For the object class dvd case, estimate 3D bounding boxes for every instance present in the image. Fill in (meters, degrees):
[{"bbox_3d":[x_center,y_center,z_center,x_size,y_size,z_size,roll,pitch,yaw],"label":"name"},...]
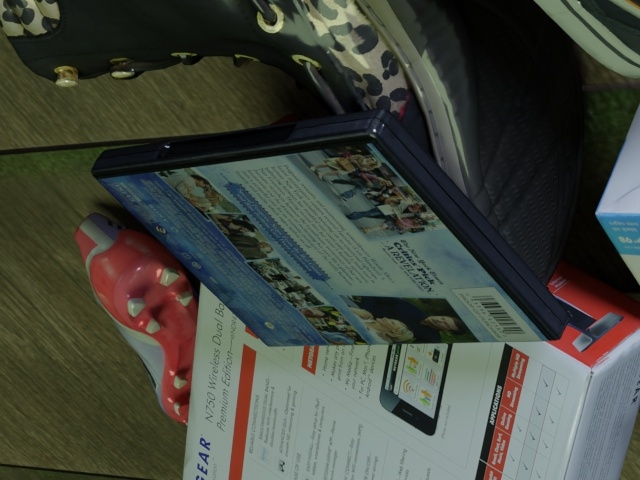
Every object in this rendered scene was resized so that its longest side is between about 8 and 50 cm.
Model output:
[{"bbox_3d":[0.000,0.000,1.104,0.253,0.022,0.180,-4,138,48],"label":"dvd case"}]

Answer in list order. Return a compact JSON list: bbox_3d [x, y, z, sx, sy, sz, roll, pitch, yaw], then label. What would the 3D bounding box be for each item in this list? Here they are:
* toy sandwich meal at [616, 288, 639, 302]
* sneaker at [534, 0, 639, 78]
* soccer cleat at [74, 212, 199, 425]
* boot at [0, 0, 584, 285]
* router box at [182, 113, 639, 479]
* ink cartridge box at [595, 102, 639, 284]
[{"bbox_3d":[0.223,0.054,1.286,0.085,0.029,0.085,16,146,12],"label":"toy sandwich meal"},{"bbox_3d":[0.101,-0.194,0.883,0.321,0.126,0.127,28,157,-26],"label":"sneaker"},{"bbox_3d":[-0.130,0.066,1.554,0.095,0.083,0.248,44,168,32],"label":"soccer cleat"},{"bbox_3d":[-0.026,-0.119,1.088,0.284,0.138,0.377,4,144,35],"label":"boot"},{"bbox_3d":[0.050,0.126,1.275,0.301,0.082,0.335,31,131,28],"label":"router box"},{"bbox_3d":[0.235,0.002,1.110,0.060,0.104,0.180,0,141,38],"label":"ink cartridge box"}]
